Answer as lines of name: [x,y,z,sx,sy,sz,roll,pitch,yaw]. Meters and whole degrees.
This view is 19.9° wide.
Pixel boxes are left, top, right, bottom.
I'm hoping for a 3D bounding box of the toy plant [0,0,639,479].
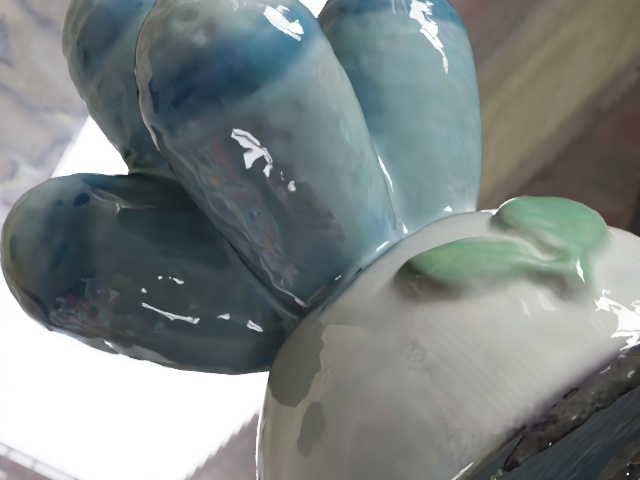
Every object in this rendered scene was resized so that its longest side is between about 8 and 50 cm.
toy plant: [0.000,0.000,0.817,0.247,0.332,0.247,-35,160,-15]
